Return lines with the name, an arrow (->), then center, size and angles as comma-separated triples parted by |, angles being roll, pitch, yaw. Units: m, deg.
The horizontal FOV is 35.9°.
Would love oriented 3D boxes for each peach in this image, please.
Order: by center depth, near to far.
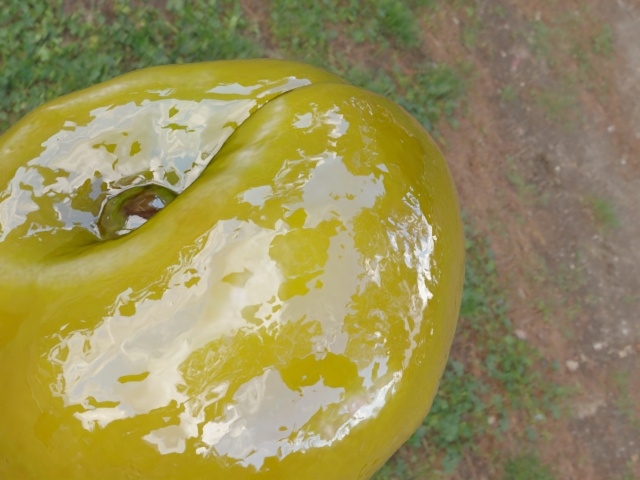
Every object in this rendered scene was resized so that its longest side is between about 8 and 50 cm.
peach -> -0.058, 0.018, 0.433 | 0.153, 0.251, 0.251 | 76, 30, -43
